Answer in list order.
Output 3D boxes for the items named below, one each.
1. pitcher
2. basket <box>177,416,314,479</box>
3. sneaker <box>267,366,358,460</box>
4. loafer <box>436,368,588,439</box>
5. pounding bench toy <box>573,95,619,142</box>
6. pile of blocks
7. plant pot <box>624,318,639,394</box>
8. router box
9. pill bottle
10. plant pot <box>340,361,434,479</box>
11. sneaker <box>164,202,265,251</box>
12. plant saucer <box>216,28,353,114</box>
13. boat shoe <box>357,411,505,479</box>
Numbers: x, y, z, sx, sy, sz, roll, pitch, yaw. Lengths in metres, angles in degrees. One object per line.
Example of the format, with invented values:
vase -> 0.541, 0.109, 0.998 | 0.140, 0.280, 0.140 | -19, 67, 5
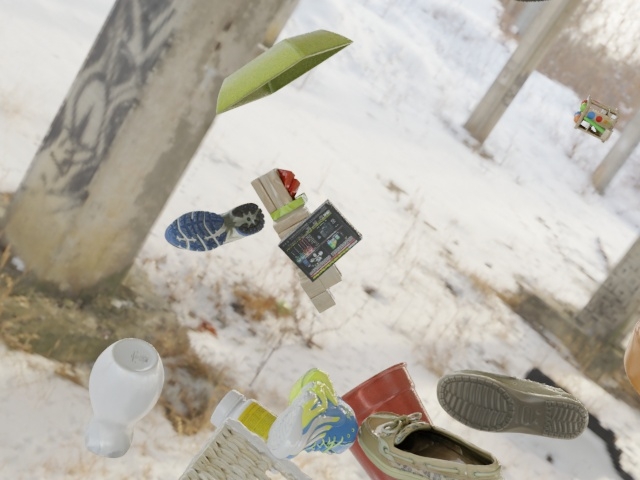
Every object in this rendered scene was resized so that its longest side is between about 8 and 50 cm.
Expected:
pitcher -> -0.353, 0.259, 1.557 | 0.126, 0.207, 0.177 | 15, 34, -14
basket -> -0.165, 0.562, 1.515 | 0.328, 0.331, 0.266 | 38, 20, 6
sneaker -> 0.003, 0.281, 1.301 | 0.126, 0.091, 0.240 | 44, 21, -4
loafer -> 0.343, 0.296, 1.568 | 0.269, 0.101, 0.092 | 13, 9, 9
pounding bench toy -> 0.469, -0.205, 1.483 | 0.065, 0.052, 0.083 | 27, 29, 5
pile of blocks -> -0.027, -0.020, 1.924 | 0.362, 0.113, 0.149 | 64, 9, 16
plant pot -> 0.629, 0.136, 1.309 | 0.291, 0.203, 0.291 | 1, 29, -1
router box -> 0.000, 0.000, 1.522 | 0.092, 0.122, 0.038 | 47, 11, -8
pill bottle -> -0.157, 0.463, 2.109 | 0.208, 0.119, 0.119 | 34, 16, 13
plant pot -> 0.180, 0.497, 2.232 | 0.265, 0.272, 0.272 | 57, 23, 17
sneaker -> -0.136, -0.010, 1.076 | 0.135, 0.058, 0.052 | -10, 82, -37
plant saucer -> -0.065, -0.278, 1.378 | 0.045, 0.188, 0.188 | 60, 32, -4
boat shoe -> 0.162, 0.306, 1.272 | 0.105, 0.089, 0.285 | -25, 27, -34
